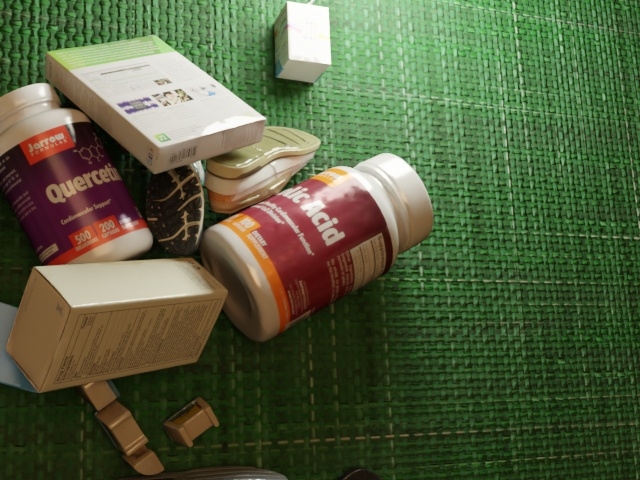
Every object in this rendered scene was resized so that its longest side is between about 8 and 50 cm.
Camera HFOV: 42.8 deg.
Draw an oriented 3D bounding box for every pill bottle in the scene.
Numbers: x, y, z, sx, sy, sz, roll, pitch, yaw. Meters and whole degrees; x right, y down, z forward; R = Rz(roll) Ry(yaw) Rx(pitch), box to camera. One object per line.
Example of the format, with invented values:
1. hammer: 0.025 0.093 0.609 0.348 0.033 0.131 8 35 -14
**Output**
1. pill bottle: -0.427 -0.090 1.357 0.181 0.181 0.323 -29 90 -25
2. pill bottle: 0.000 0.000 1.486 0.392 0.224 0.224 -28 90 -25

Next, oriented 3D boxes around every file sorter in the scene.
1. file sorter: -0.518 0.165 1.305 0.170 0.104 0.118 20 72 -16

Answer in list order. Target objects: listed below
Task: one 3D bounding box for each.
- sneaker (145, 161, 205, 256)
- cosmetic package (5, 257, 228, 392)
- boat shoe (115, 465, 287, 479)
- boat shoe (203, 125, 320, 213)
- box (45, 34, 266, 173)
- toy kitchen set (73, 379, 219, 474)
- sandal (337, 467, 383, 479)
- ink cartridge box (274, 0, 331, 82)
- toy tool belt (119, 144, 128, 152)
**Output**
1. sneaker: -0.242 -0.101 1.451 0.110 0.122 0.283 -19 69 16
2. cosmetic package: -0.312 0.124 1.287 0.113 0.160 0.309 39 23 31
3. boat shoe: -0.205 0.444 1.382 0.302 0.109 0.094 0 92 -12
4. boat shoe: -0.111 -0.136 1.516 0.113 0.103 0.302 28 31 25
5. box: -0.284 -0.244 1.398 0.322 0.058 0.232 41 42 26
6. toy kitchen set: -0.300 0.265 1.385 0.166 0.122 0.207 -35 113 -25
7. sandal: 0.054 0.629 1.429 0.168 0.107 0.445 21 71 -17
8. ink cartridge box: -0.038 -0.404 1.635 0.090 0.092 0.143 2 76 -21
9. toy tool belt: -0.352 -0.200 1.491 0.051 0.052 0.083 22 64 17
